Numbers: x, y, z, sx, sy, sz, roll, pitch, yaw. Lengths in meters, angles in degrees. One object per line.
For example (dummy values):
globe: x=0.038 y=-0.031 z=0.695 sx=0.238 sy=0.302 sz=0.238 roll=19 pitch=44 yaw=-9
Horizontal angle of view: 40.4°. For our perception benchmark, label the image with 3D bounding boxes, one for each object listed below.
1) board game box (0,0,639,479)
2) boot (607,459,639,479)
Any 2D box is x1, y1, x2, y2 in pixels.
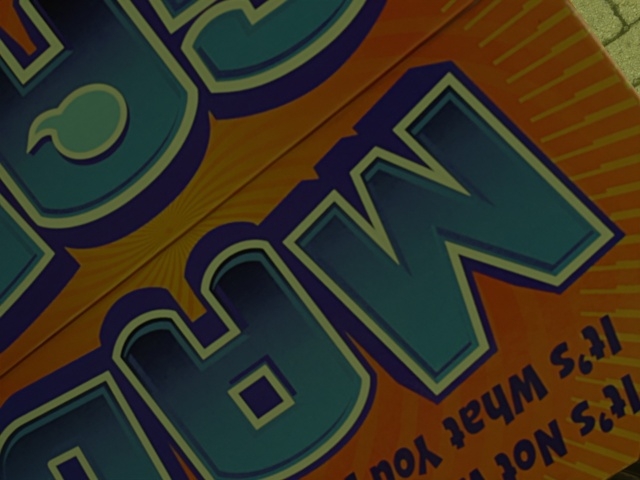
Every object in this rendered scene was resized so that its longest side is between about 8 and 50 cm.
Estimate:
board game box: x=-0.030 y=-0.025 z=0.520 sx=0.356 sy=0.356 sz=0.356 roll=53 pitch=13 yaw=-1
boot: x=0.188 y=0.279 z=0.520 sx=0.146 sy=0.367 sz=0.445 roll=43 pitch=8 yaw=34
